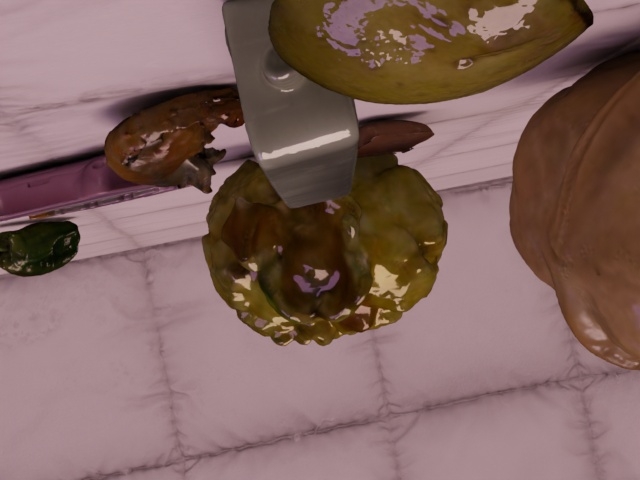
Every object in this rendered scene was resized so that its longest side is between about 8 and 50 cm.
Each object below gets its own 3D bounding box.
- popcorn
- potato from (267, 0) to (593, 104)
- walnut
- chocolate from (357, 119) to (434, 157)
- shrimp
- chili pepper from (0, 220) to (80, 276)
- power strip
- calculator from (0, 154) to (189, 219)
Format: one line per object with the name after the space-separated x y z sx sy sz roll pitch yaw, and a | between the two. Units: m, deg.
0.000 0.000 1.273 0.270 0.224 0.258 6 165 -30 | popcorn
0.036 -0.085 0.459 0.120 0.081 0.149 -36 170 17 | potato
0.364 -0.031 1.034 0.381 0.381 0.381 -11 178 0 | walnut
0.071 -0.112 1.202 0.100 0.031 0.064 -10 171 -36 | chocolate
-0.098 -0.070 0.921 0.117 0.066 0.262 -11 180 6 | shrimp
-0.395 0.014 1.545 0.073 0.072 0.204 2 -172 27 | chili pepper
-0.012 -0.079 0.732 0.062 0.091 0.385 -12 178 0 | power strip
-0.219 -0.055 1.134 0.194 0.043 0.294 -13 -178 14 | calculator
